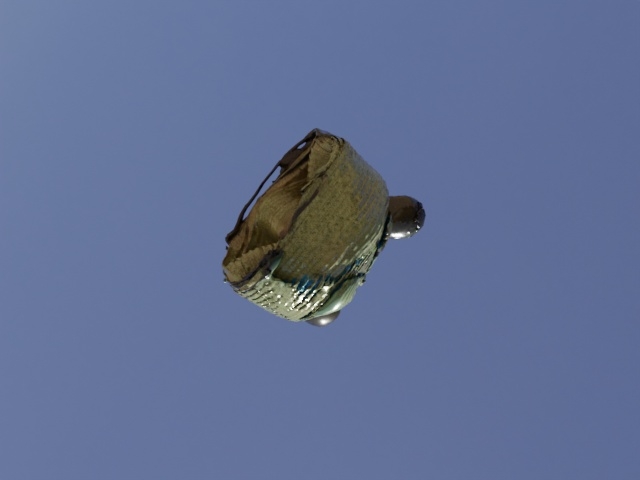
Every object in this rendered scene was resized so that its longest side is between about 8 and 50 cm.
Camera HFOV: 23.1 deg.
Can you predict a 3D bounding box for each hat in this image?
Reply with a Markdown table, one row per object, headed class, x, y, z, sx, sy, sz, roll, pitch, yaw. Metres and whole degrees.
| class | x | y | z | sx | sy | sz | roll | pitch | yaw |
| --- | --- | --- | --- | --- | --- | --- | --- | --- | --- |
| hat | 0.000 | 0.000 | 0.650 | 0.077 | 0.059 | 0.076 | -51 | -167 | 0 |
